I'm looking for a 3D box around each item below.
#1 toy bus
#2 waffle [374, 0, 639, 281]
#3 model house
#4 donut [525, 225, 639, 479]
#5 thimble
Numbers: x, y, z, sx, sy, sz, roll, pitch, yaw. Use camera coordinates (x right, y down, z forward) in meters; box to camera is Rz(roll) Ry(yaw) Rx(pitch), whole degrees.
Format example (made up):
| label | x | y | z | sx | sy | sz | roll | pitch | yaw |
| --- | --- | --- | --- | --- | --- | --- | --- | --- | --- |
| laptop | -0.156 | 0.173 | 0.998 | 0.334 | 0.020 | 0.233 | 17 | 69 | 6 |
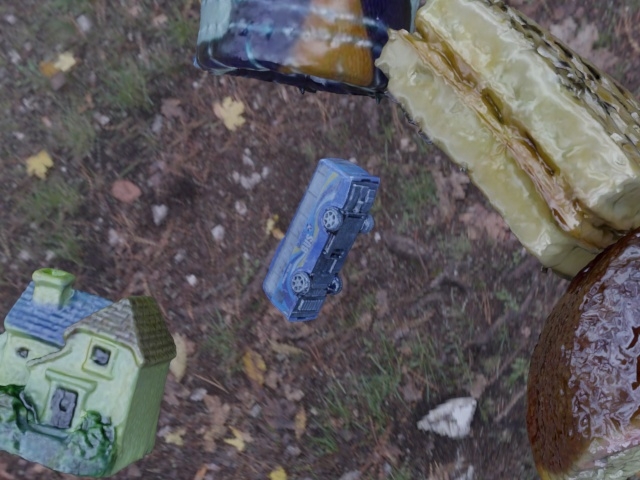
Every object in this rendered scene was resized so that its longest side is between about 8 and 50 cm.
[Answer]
| label | x | y | z | sx | sy | sz | roll | pitch | yaw |
| --- | --- | --- | --- | --- | --- | --- | --- | --- | --- |
| toy bus | 0.001 | -0.001 | 1.446 | 0.094 | 0.079 | 0.236 | 43 | 116 | 38 |
| waffle | 0.238 | -0.056 | 0.862 | 0.114 | 0.376 | 0.261 | -47 | 53 | 22 |
| model house | -0.284 | 0.137 | 1.140 | 0.214 | 0.195 | 0.189 | 17 | 90 | 12 |
| donut | 0.192 | 0.062 | 0.607 | 0.187 | 0.126 | 0.144 | -25 | 71 | -5 |
| thimble | -0.020 | -0.228 | 1.043 | 0.237 | 0.237 | 0.150 | 10 | 93 | 13 |
